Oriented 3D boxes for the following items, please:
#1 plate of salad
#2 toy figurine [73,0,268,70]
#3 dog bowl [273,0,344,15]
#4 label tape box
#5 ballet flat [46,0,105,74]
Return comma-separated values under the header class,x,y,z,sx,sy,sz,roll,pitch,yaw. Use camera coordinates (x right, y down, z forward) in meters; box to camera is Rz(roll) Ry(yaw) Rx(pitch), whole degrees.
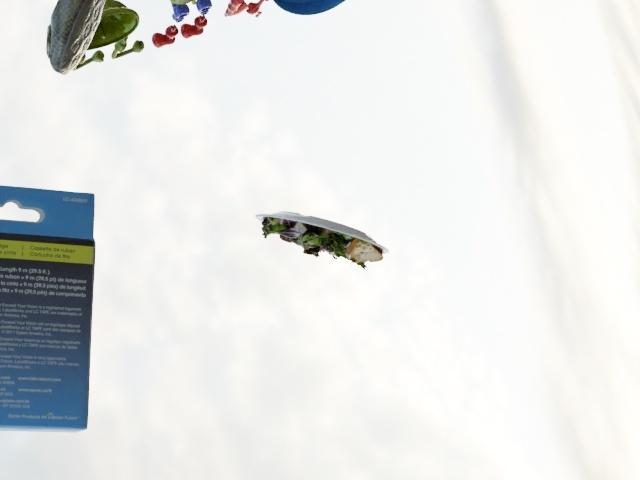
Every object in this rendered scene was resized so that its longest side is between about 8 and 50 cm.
class,x,y,z,sx,sy,sz,roll,pitch,yaw
plate of salad,0.000,0.000,2.146,0.200,0.199,0.048,25,-101,-60
toy figurine,-0.269,-0.439,2.396,0.191,0.362,0.217,128,122,-75
dog bowl,0.023,-0.443,1.999,0.166,0.297,0.074,13,-149,-44
label tape box,-0.461,0.100,2.165,0.249,0.115,0.348,4,-101,-21
ballet flat,-0.274,-0.315,1.728,0.084,0.058,0.250,-47,-24,-79
